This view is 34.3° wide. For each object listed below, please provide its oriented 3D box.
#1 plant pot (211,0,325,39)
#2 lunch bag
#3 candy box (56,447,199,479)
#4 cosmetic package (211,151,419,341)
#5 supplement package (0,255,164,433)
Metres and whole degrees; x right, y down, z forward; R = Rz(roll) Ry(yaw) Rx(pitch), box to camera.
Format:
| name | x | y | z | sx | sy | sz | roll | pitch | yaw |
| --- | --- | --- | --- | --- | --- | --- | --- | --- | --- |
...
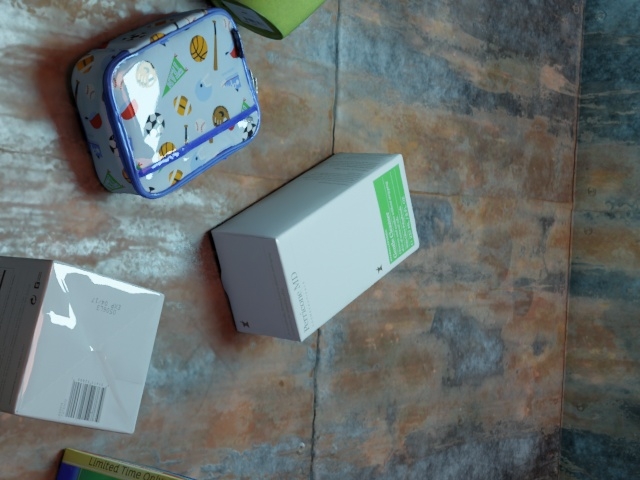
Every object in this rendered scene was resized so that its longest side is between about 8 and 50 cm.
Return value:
| name | x | y | z | sx | sy | sz | roll | pitch | yaw |
| --- | --- | --- | --- | --- | --- | --- | --- | --- | --- |
| plant pot | -0.048 | -0.480 | 1.655 | 0.274 | 0.274 | 0.294 | 32 | 83 | -46 |
| lunch bag | -0.217 | -0.205 | 1.561 | 0.303 | 0.114 | 0.243 | -36 | 121 | -42 |
| candy box | -0.268 | 0.469 | 1.422 | 0.122 | 0.268 | 0.317 | 33 | 67 | -50 |
| cosmetic package | 0.000 | 0.000 | 1.800 | 0.365 | 0.155 | 0.197 | -38 | 123 | -43 |
| supplement package | -0.365 | 0.120 | 1.261 | 0.177 | 0.292 | 0.175 | 23 | 75 | -48 |
